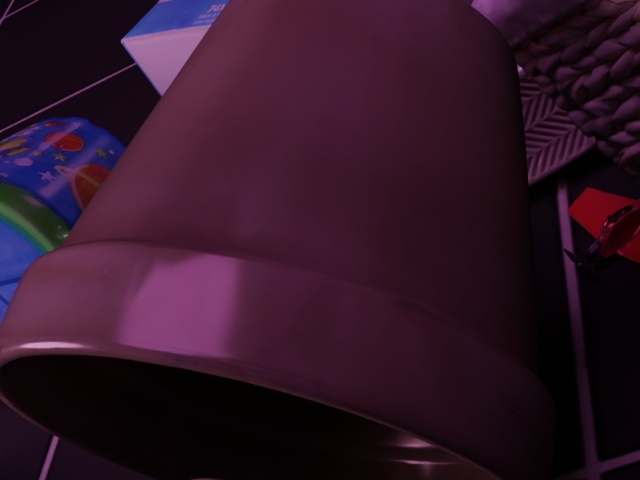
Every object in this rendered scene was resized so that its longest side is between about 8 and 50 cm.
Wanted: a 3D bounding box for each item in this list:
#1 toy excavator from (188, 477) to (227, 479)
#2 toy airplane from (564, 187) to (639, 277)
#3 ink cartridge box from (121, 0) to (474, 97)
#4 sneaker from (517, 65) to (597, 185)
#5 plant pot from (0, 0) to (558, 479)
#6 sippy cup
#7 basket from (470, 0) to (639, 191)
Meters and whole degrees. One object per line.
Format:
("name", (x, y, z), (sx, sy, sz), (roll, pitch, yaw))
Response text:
("toy excavator", (-0.183, 0.232, 0.810), (0.445, 0.222, 0.433), (-43, 56, -6))
("toy airplane", (0.246, -0.027, 0.980), (0.151, 0.028, 0.151), (-24, 33, 17))
("ink cartridge box", (-0.015, -0.221, 1.358), (0.197, 0.198, 0.270), (3, 47, 48))
("sneaker", (0.082, -0.073, 1.135), (0.350, 0.131, 0.148), (-24, 22, 9))
("plant pot", (0.000, 0.000, 0.793), (0.323, 0.323, 0.280), (-4, 61, 42))
("sippy cup", (-0.281, -0.004, 1.313), (0.305, 0.240, 0.224), (19, 36, 9))
("basket", (0.324, -0.178, 0.772), (0.328, 0.266, 0.331), (-44, 3, -15))
